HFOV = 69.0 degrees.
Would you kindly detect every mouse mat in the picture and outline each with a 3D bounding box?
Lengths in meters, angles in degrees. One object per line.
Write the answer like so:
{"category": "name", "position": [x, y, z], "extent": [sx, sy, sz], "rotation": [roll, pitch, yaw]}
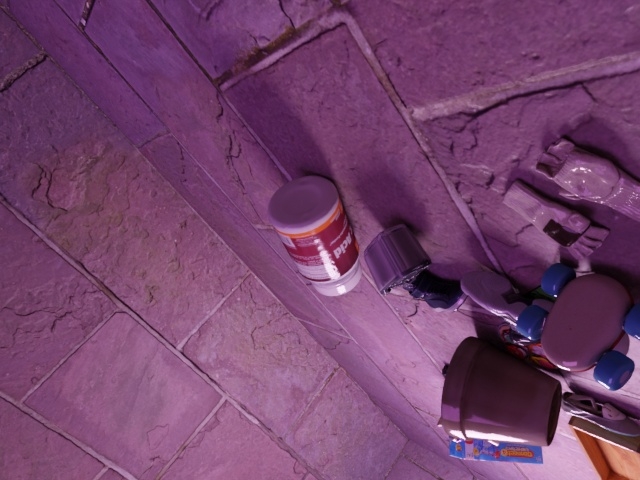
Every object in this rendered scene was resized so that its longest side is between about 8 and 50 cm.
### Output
{"category": "mouse mat", "position": [0.602, 0.175, 1.132], "extent": [0.190, 0.007, 0.152], "rotation": [38, 159, 10]}

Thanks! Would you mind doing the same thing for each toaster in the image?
{"category": "toaster", "position": [0.216, 0.052, 1.337], "extent": [0.146, 0.129, 0.227], "rotation": [61, 158, 16]}

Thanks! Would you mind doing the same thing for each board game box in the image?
{"category": "board game box", "position": [0.719, 0.873, 1.950], "extent": [0.302, 0.086, 0.308], "rotation": [2, 158, 5]}

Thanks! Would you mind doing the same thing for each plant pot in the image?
{"category": "plant pot", "position": [0.565, 0.482, 1.422], "extent": [0.281, 0.323, 0.323], "rotation": [8, 143, 37]}

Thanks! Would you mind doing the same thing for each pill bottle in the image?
{"category": "pill bottle", "position": [0.000, 0.000, 1.520], "extent": [0.224, 0.224, 0.392], "rotation": [25, 154, 37]}

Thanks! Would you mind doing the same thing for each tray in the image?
{"category": "tray", "position": [0.955, 0.698, 1.468], "extent": [0.203, 0.076, 0.410], "rotation": [10, 142, 54]}

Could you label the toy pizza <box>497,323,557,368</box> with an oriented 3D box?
{"category": "toy pizza", "position": [0.610, 0.315, 1.359], "extent": [0.201, 0.032, 0.201], "rotation": [35, 159, 16]}

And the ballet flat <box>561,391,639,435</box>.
{"category": "ballet flat", "position": [0.801, 0.493, 1.341], "extent": [0.213, 0.072, 0.068], "rotation": [7, 111, 52]}

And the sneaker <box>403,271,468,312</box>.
{"category": "sneaker", "position": [0.340, 0.141, 1.404], "extent": [0.163, 0.086, 0.226], "rotation": [39, 160, -1]}

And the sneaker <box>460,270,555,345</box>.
{"category": "sneaker", "position": [0.484, 0.186, 1.203], "extent": [0.269, 0.101, 0.153], "rotation": [27, 153, 27]}

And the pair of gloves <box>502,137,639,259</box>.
{"category": "pair of gloves", "position": [0.458, -0.068, 0.847], "extent": [0.204, 0.042, 0.240], "rotation": [38, 158, 9]}

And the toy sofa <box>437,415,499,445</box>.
{"category": "toy sofa", "position": [0.597, 0.719, 1.856], "extent": [0.150, 0.177, 0.362], "rotation": [26, 170, 9]}

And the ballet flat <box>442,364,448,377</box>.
{"category": "ballet flat", "position": [0.579, 0.588, 1.961], "extent": [0.173, 0.049, 0.057], "rotation": [42, 138, -19]}

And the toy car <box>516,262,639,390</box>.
{"category": "toy car", "position": [0.596, 0.189, 0.995], "extent": [0.238, 0.210, 0.219], "rotation": [21, -171, -38]}
